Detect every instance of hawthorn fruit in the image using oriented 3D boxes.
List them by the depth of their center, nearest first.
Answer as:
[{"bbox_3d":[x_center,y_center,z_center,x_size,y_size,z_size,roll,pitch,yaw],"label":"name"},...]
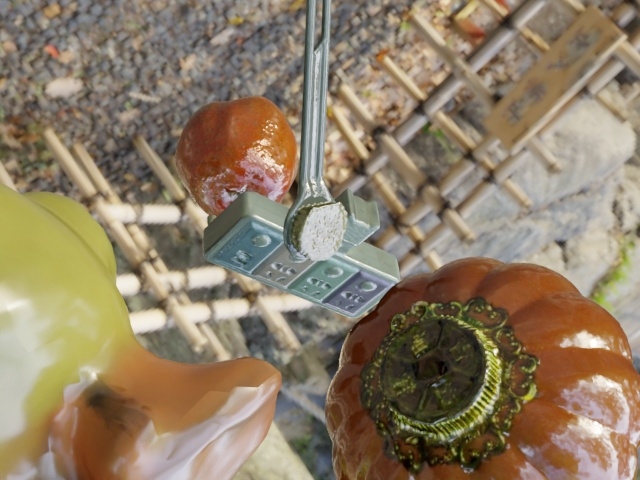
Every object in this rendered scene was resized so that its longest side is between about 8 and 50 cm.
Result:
[{"bbox_3d":[-0.113,-0.112,1.389,0.189,0.189,0.189,-29,156,-15],"label":"hawthorn fruit"}]

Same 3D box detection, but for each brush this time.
[{"bbox_3d":[-0.002,-0.111,0.811,0.062,0.027,0.266,-13,111,-42],"label":"brush"}]

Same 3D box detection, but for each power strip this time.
[{"bbox_3d":[0.000,0.000,1.069,0.216,0.061,0.145,24,134,-33],"label":"power strip"}]

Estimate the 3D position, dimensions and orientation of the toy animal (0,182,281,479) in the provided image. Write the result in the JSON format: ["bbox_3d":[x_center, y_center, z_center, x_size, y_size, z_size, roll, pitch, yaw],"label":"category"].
[{"bbox_3d":[-0.205,0.039,0.444,0.216,0.338,0.191,-52,159,-22],"label":"toy animal"}]

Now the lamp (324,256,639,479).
[{"bbox_3d":[0.111,0.119,0.691,0.223,0.223,0.196,-39,143,7],"label":"lamp"}]
